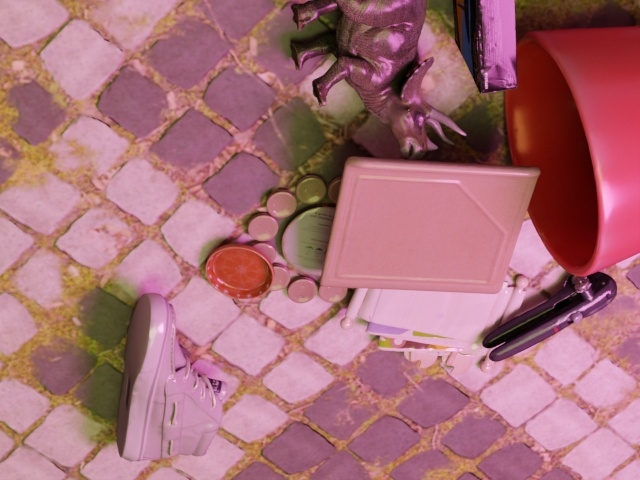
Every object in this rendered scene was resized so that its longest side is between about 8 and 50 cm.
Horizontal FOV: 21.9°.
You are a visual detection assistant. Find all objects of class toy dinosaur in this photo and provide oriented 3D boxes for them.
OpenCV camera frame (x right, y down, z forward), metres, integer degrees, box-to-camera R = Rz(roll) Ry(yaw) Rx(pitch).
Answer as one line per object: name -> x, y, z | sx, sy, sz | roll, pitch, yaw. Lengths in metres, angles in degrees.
toy dinosaur -> 0.056, -0.240, 1.802 | 0.160, 0.121, 0.313 | -14, 120, -14

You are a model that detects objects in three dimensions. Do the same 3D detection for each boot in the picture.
boot -> -0.175, 0.168, 2.034 | 0.123, 0.095, 0.258 | 1, 131, -17

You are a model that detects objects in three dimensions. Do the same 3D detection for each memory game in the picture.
memory game -> 0.000, 0.000, 1.990 | 0.186, 0.012, 0.186 | -4, 123, -6

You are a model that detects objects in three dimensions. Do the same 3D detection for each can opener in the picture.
can opener -> 0.288, 0.097, 2.060 | 0.186, 0.059, 0.073 | -30, 123, -1

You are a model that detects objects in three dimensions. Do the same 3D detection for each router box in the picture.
router box -> 0.173, -0.266, 1.773 | 0.046, 0.133, 0.179 | -9, 123, -4

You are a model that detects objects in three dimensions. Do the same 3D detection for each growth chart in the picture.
growth chart -> 0.142, 0.085, 2.055 | 0.237, 0.021, 0.172 | 16, 119, -23

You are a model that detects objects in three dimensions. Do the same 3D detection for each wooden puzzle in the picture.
wooden puzzle -> 0.122, -0.020, 1.912 | 0.221, 0.044, 0.238 | 3, 141, -8

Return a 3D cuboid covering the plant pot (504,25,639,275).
plant pot -> 0.365, -0.121, 1.838 | 0.243, 0.275, 0.275 | -14, 124, -10

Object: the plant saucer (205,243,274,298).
plant saucer -> -0.096, 0.036, 1.986 | 0.083, 0.013, 0.083 | 5, 131, 6
